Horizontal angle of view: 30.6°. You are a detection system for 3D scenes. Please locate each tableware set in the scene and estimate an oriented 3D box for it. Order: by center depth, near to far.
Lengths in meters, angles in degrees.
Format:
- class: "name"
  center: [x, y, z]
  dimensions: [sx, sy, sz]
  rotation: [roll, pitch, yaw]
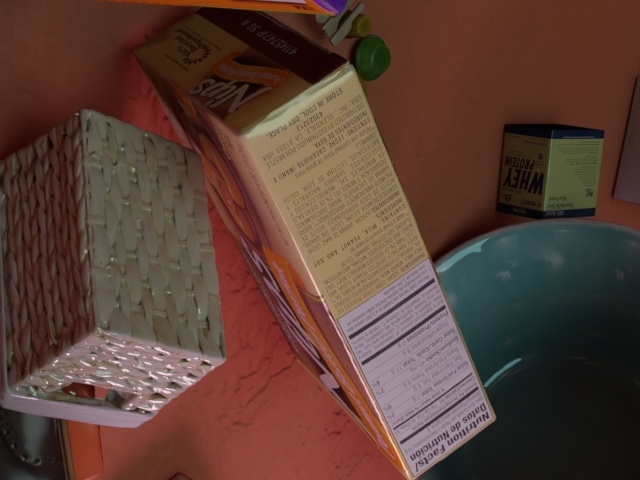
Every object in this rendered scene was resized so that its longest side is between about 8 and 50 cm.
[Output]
- class: "tableware set"
  center: [-0.004, -0.121, 0.915]
  dimensions: [0.154, 0.024, 0.104]
  rotation: [-54, 133, -19]

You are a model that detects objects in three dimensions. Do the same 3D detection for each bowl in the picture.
- class: "bowl"
  center: [0.210, 0.151, 1.019]
  dimensions: [0.311, 0.311, 0.163]
  rotation: [-48, 148, -22]

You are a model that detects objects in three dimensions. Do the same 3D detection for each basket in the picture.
- class: "basket"
  center: [-0.132, 0.017, 0.726]
  dimensions: [0.113, 0.103, 0.167]
  rotation: [20, 51, -43]

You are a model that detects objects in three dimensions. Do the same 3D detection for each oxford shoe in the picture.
- class: "oxford shoe"
  center: [-0.196, 0.203, 0.788]
  dimensions: [0.098, 0.097, 0.271]
  rotation: [-8, 100, -23]

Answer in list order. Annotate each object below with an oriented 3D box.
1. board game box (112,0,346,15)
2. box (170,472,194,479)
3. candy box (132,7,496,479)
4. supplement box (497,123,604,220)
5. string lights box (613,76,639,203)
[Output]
- class: "board game box"
  center: [-0.155, -0.341, 0.493]
  dimensions: [0.356, 0.356, 0.356]
  rotation: [28, 81, -42]
- class: "box"
  center: [-0.110, 0.258, 0.909]
  dimensions: [0.081, 0.028, 0.136]
  rotation: [-35, 124, -31]
- class: "candy box"
  center: [0.000, 0.000, 0.817]
  dimensions: [0.087, 0.183, 0.316]
  rotation: [-34, 126, -11]
- class: "supplement box"
  center: [0.217, -0.065, 1.101]
  dimensions: [0.083, 0.056, 0.083]
  rotation: [-5, 104, -41]
- class: "string lights box"
  center: [0.434, -0.089, 1.278]
  dimensions: [0.259, 0.076, 0.133]
  rotation: [8, 95, -43]
